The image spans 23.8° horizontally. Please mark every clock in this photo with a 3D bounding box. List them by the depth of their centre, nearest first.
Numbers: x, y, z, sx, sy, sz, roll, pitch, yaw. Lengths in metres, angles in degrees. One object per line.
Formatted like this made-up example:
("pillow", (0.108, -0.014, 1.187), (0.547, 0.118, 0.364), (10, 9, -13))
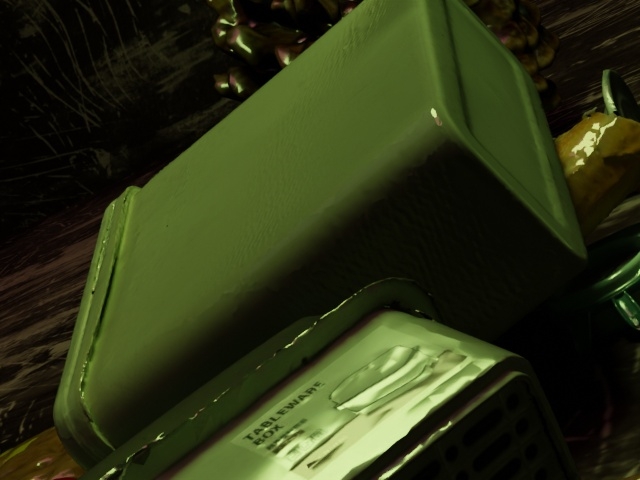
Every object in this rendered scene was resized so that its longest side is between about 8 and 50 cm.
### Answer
("clock", (0.209, 0.036, 1.108), (0.101, 0.041, 0.135), (-27, 12, 23))

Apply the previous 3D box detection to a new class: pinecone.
("pinecone", (0.050, -0.195, 1.687), (0.398, 0.398, 0.398), (-29, 12, 7))

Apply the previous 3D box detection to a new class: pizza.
("pizza", (0.122, 0.015, 1.208), (0.365, 0.074, 0.182), (-40, 6, 21))

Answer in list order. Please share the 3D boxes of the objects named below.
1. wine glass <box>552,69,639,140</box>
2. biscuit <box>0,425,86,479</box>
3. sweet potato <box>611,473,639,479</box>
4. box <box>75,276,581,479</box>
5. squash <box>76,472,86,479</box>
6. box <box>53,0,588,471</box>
("wine glass", (0.180, -0.059, 1.384), (0.241, 0.126, 0.126), (-24, 13, 22))
("biscuit", (-0.220, 0.215, 1.303), (0.350, 0.070, 0.394), (-27, 10, 3))
("sweet potato", (0.134, 0.146, 0.834), (0.214, 0.050, 0.050), (-13, 20, 44))
("box", (-0.016, 0.173, 0.667), (0.290, 0.220, 0.166), (-35, 25, -27))
("squash", (-0.186, 0.262, 1.033), (0.192, 0.085, 0.184), (-42, 18, 1))
("box", (0.000, 0.000, 1.120), (0.344, 0.177, 0.352), (-39, 21, 19))
